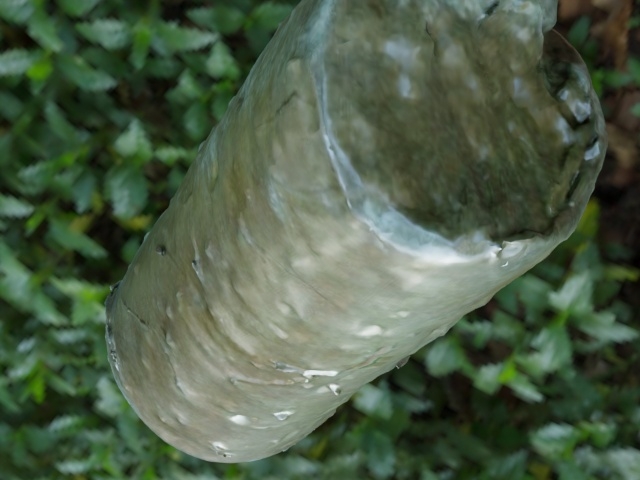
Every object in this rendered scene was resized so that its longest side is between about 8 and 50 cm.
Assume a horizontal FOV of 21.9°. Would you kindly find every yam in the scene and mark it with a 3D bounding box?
[{"bbox_3d":[0.000,0.000,0.490,0.093,0.093,0.259,36,156,-4],"label":"yam"}]
